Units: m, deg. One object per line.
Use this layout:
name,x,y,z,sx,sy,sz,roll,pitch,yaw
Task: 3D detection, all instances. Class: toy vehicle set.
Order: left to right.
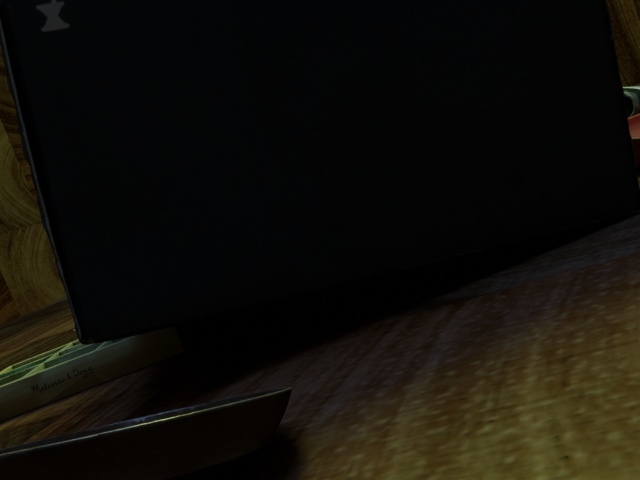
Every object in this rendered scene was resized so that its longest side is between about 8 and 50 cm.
toy vehicle set,-0.271,0.139,0.844,0.267,0.035,0.166,-21,6,2

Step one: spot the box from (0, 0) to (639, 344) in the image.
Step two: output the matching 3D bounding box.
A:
box,-0.021,-0.117,0.787,0.480,0.297,0.472,-13,3,-8

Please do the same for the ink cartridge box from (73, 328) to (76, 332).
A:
ink cartridge box,-0.205,0.087,1.054,0.224,0.045,0.223,-20,6,17

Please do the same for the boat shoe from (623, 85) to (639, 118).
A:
boat shoe,0.350,-0.166,1.102,0.105,0.113,0.306,-6,3,-43

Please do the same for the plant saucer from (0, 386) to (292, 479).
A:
plant saucer,-0.095,0.105,0.368,0.169,0.029,0.168,-11,-10,-2

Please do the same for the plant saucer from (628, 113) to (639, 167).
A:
plant saucer,0.444,-0.140,0.840,0.259,0.047,0.259,-21,6,0
